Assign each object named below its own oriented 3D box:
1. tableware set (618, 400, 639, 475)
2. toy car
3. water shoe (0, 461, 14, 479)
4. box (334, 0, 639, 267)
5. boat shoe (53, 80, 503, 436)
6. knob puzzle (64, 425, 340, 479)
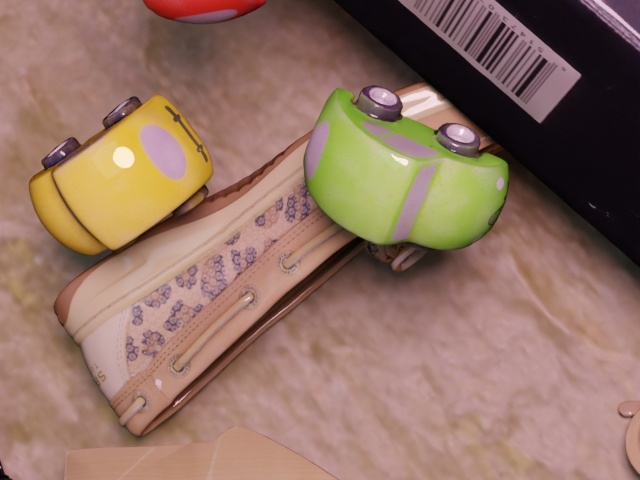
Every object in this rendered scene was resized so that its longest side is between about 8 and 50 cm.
[{"bbox_3d":[0.221,0.126,0.917,0.141,0.020,0.169,-7,54,7],"label":"tableware set"},{"bbox_3d":[-0.021,-0.054,0.863,0.225,0.053,0.239,24,120,5],"label":"toy car"},{"bbox_3d":[-0.208,0.088,0.994,0.080,0.073,0.203,-45,77,-3],"label":"water shoe"},{"bbox_3d":[0.175,-0.196,0.864,0.343,0.179,0.312,42,73,3],"label":"box"},{"bbox_3d":[0.000,0.000,0.968,0.285,0.104,0.089,-30,81,13],"label":"boat shoe"},{"bbox_3d":[-0.040,0.194,0.968,0.213,0.030,0.213,-2,79,9],"label":"knob puzzle"}]
